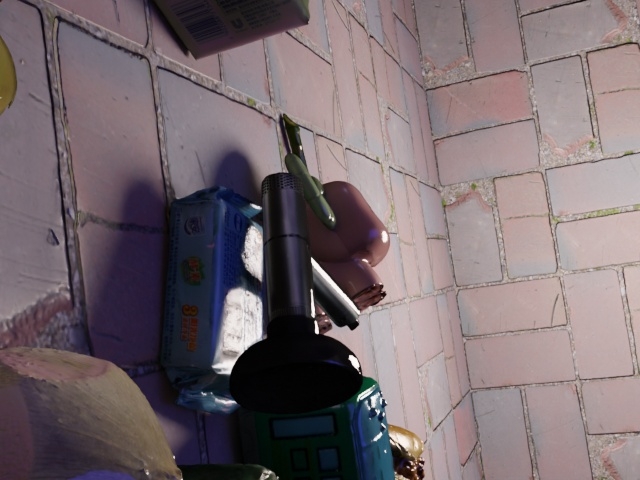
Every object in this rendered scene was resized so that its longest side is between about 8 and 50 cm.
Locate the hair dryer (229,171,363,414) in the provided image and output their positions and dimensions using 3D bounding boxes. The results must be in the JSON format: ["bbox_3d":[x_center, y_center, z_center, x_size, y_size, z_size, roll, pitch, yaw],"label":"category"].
[{"bbox_3d":[0.014,0.096,0.967,0.284,0.155,0.320,39,36,-35],"label":"hair dryer"}]

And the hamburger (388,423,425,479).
[{"bbox_3d":[0.099,0.411,1.296,0.282,0.245,0.156,133,-44,-56],"label":"hamburger"}]

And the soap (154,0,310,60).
[{"bbox_3d":[-0.117,-0.384,1.004,0.138,0.199,0.182,52,35,-48],"label":"soap"}]

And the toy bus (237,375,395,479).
[{"bbox_3d":[0.009,0.360,1.022,0.183,0.199,0.344,-6,88,-71],"label":"toy bus"}]

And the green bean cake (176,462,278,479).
[{"bbox_3d":[-0.118,0.414,0.692,0.308,0.169,0.300,-47,125,-64],"label":"green bean cake"}]

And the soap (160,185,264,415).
[{"bbox_3d":[-0.134,0.075,0.929,0.156,0.077,0.293,40,45,-62],"label":"soap"}]

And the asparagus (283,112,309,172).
[{"bbox_3d":[-0.031,-0.132,1.374,0.034,0.027,0.236,-45,123,-53],"label":"asparagus"}]

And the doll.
[{"bbox_3d":[0.000,0.000,1.229,0.269,0.216,0.284,61,-4,20],"label":"doll"}]

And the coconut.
[{"bbox_3d":[-0.200,0.187,0.475,0.227,0.230,0.227,-8,90,-70],"label":"coconut"}]

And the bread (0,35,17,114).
[{"bbox_3d":[-0.299,-0.111,0.449,0.261,0.156,0.158,-65,143,-58],"label":"bread"}]
